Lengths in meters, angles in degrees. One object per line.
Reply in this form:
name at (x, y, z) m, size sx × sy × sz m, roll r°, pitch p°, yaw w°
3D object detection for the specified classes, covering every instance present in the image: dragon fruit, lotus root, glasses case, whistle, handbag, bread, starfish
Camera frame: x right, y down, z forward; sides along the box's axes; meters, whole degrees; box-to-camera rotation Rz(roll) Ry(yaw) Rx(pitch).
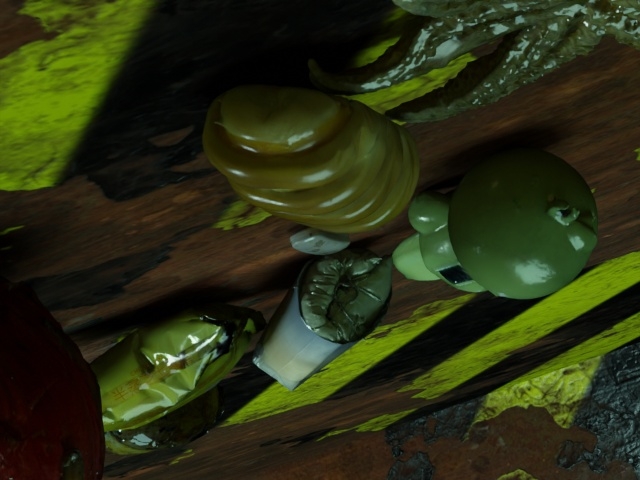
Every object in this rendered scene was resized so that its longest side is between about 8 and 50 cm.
dragon fruit at (-0.306, 0.171, 1.262) m, size 0.296 × 0.301 × 0.295 m, roll 2°, pitch -153°, yaw -1°
lotus root at (-0.199, 0.186, 1.855) m, size 0.209 × 0.120 × 0.120 m, roll -3°, pitch 161°, yaw -44°
glasses case at (0.000, 0.000, 1.517) m, size 0.032 × 0.021 × 0.083 m, roll -19°, pitch 167°, yaw 22°
whistle at (0.156, -0.017, 1.487) m, size 0.141 × 0.141 × 0.294 m, roll -12°, pitch -175°, yaw -17°
handbag at (0.002, 0.071, 1.657) m, size 0.117 × 0.095 × 0.173 m, roll -58°, pitch -172°, yaw -30°
bread at (-0.008, -0.055, 1.099) m, size 0.119 × 0.084 × 0.177 m, roll 9°, pitch 173°, yaw 23°
starfish at (0.162, -0.129, 0.997) m, size 0.327 × 0.094 × 0.375 m, roll 10°, pitch 164°, yaw -17°

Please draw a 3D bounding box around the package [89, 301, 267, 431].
package at (-0.163, 0.129, 1.662) m, size 0.226 × 0.090 × 0.168 m, roll -31°, pitch 175°, yaw 10°
